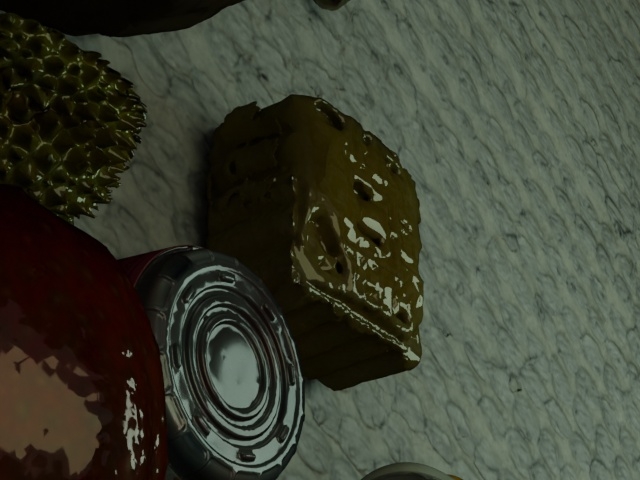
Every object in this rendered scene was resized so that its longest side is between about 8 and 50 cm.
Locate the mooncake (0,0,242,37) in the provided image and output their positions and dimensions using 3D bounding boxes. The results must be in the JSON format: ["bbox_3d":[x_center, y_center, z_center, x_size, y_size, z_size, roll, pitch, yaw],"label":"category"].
[{"bbox_3d":[-0.148,-0.314,1.208,0.187,0.324,0.324,-24,95,-63],"label":"mooncake"}]

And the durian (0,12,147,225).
[{"bbox_3d":[-0.243,-0.077,1.073,0.237,0.193,0.138,30,70,-23],"label":"durian"}]

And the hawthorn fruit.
[{"bbox_3d":[-0.202,0.076,0.853,0.254,0.254,0.300,42,34,-39],"label":"hawthorn fruit"}]

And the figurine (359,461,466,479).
[{"bbox_3d":[0.120,0.255,1.491,0.250,0.166,0.141,59,22,-32],"label":"figurine"}]

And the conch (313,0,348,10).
[{"bbox_3d":[0.018,-0.365,1.678,0.178,0.163,0.245,16,76,-16],"label":"conch"}]

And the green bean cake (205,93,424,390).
[{"bbox_3d":[0.000,0.000,1.443,0.229,0.131,0.224,34,47,-45],"label":"green bean cake"}]

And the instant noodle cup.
[{"bbox_3d":[-0.129,0.110,1.148,0.258,0.181,0.302,47,40,-32],"label":"instant noodle cup"}]
